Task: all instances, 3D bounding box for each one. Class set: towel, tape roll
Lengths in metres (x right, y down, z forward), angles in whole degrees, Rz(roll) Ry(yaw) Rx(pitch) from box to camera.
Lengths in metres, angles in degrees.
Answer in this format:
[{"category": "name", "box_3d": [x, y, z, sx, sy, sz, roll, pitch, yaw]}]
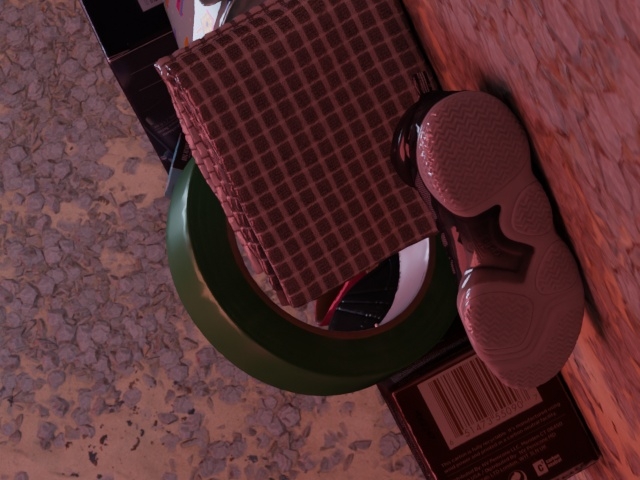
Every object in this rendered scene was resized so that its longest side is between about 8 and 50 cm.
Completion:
[{"category": "towel", "box_3d": [0.007, -0.096, 1.436, 0.283, 0.235, 0.121, 63, 166, -17]}, {"category": "tape roll", "box_3d": [0.000, 0.000, 1.586, 0.321, 0.321, 0.077, 63, 150, 9]}]

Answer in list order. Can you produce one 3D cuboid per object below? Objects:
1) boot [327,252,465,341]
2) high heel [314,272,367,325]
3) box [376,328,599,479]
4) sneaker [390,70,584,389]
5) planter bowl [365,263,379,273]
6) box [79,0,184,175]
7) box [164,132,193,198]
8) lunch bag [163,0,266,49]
[{"category": "boot", "box_3d": [0.114, 0.104, 1.782, 0.085, 0.236, 0.178, 3, 133, 42]}, {"category": "high heel", "box_3d": [0.028, 0.002, 2.524, 0.377, 0.181, 0.127, 65, 177, -39]}, {"category": "box", "box_3d": [0.176, 0.191, 1.638, 0.167, 0.168, 0.203, 62, 178, -1]}, {"category": "sneaker", "box_3d": [0.134, -0.016, 1.243, 0.153, 0.101, 0.268, -121, 11, -65]}, {"category": "planter bowl", "box_3d": [0.087, -0.020, 1.963, 0.162, 0.109, 0.162, 62, 178, 4]}, {"category": "box", "box_3d": [-0.168, -0.279, 2.382, 0.212, 0.293, 0.395, 62, 177, 38]}, {"category": "box", "box_3d": [-0.110, -0.086, 2.300, 0.100, 0.244, 0.060, -83, 10, -53]}, {"category": "lunch bag", "box_3d": [-0.086, -0.312, 1.738, 0.262, 0.160, 0.223, 108, 150, -46]}]
